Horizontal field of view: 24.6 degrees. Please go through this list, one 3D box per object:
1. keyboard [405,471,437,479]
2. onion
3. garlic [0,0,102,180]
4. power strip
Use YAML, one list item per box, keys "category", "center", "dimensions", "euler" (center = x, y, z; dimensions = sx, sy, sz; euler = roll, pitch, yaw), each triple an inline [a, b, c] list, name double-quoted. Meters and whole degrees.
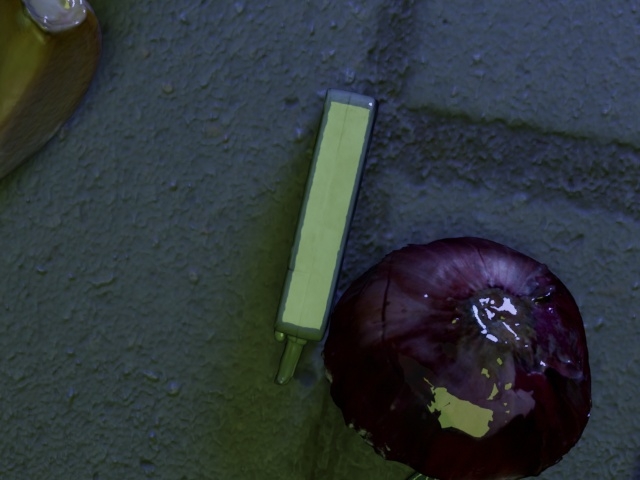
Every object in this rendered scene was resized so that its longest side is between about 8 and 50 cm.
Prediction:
- category: "keyboard"
  center: [0.145, 0.301, 1.459]
  dimensions: [0.055, 0.014, 0.176]
  euler: [-40, 93, 5]
- category: "onion"
  center: [0.128, 0.121, 1.358]
  dimensions: [0.252, 0.219, 0.252]
  euler: [7, 50, -8]
- category: "garlic"
  center: [-0.299, -0.141, 1.361]
  dimensions: [0.145, 0.164, 0.245]
  euler: [32, 103, -12]
- category: "power strip"
  center: [0.000, 0.000, 1.398]
  dimensions: [0.053, 0.093, 0.287]
  euler: [13, 95, 2]
